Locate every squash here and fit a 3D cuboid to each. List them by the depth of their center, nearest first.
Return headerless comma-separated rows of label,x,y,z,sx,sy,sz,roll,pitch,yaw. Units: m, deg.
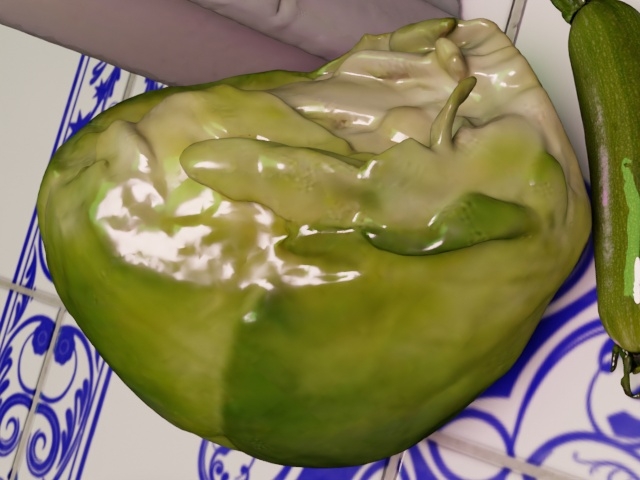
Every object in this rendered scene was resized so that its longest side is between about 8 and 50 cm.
squash,0.214,-0.054,0.725,0.080,0.071,0.318,-10,71,19

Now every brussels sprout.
brussels sprout,0.000,0.000,0.755,0.371,0.314,0.275,-18,36,10

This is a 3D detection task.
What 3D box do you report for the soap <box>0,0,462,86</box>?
soap,-0.087,-0.304,0.833,0.213,0.435,0.350,-12,72,45
